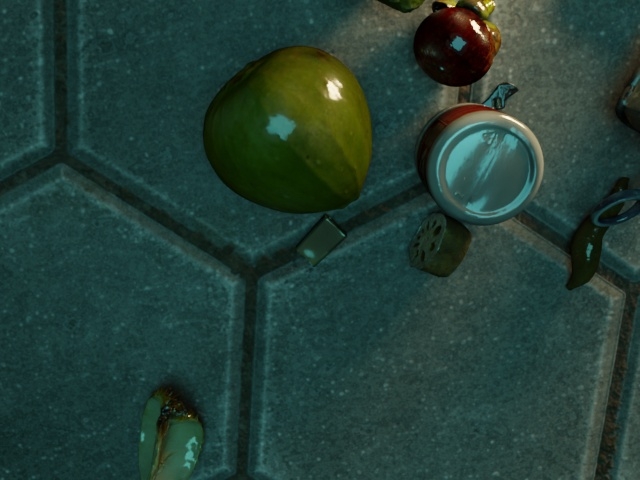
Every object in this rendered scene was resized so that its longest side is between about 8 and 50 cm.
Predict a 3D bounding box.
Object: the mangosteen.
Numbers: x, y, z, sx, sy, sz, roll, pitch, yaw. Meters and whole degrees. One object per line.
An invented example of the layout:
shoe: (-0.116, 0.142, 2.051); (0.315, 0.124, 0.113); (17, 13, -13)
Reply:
mangosteen: (0.254, -0.369, 1.216); (0.156, 0.146, 0.181); (40, 99, -5)

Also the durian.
durian: (-0.312, 0.424, 1.395); (0.144, 0.139, 0.252); (18, 101, -8)

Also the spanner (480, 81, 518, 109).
spanner: (0.286, -0.242, 1.312); (0.209, 0.012, 0.046); (-29, 100, 7)

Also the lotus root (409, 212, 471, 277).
lotus root: (0.232, 0.013, 1.315); (0.081, 0.112, 0.122); (29, 100, -12)

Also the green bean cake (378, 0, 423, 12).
green bean cake: (0.126, -0.546, 1.132); (0.247, 0.156, 0.250); (26, 106, -45)

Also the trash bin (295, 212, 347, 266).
trash bin: (0.000, 0.000, 1.352); (0.061, 0.043, 0.092); (44, 102, -8)

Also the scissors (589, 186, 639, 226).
scissors: (0.706, -0.113, 1.254); (0.384, 0.029, 0.256); (-2, 141, -18)

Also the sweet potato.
sweet potato: (0.539, -0.014, 1.337); (0.069, 0.059, 0.249); (17, 99, -23)

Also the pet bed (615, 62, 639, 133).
pet bed: (0.650, -0.279, 1.237); (0.183, 0.159, 0.210); (20, 104, -33)

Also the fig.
fig: (-0.038, -0.176, 1.196); (0.316, 0.316, 0.316); (0, 102, 0)

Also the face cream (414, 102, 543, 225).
face cream: (0.281, -0.143, 1.235); (0.201, 0.187, 0.201); (0, 107, -1)
